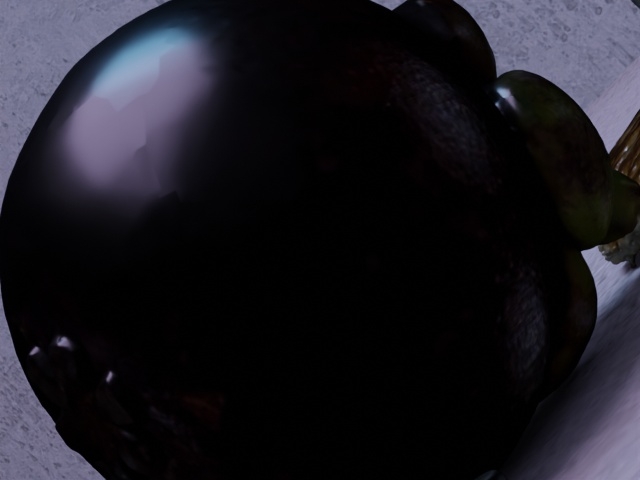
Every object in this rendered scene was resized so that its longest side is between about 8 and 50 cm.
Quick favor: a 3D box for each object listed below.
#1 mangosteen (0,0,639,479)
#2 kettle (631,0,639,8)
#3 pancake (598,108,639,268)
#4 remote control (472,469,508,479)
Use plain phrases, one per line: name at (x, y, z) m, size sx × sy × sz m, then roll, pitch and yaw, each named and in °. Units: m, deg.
mangosteen at (-0.009, -0.004, 0.721) m, size 0.313 × 0.297 × 0.297 m, roll -60°, pitch 2°, yaw -15°
kettle at (0.269, -0.228, 0.586) m, size 0.342 × 0.247 × 0.319 m, roll -39°, pitch -29°, yaw -12°
pancake at (0.246, -0.088, 0.880) m, size 0.212 × 0.056 × 0.257 m, roll -55°, pitch 3°, yaw 25°
remote control at (0.018, 0.148, 0.506) m, size 0.097 × 0.045 × 0.256 m, roll -46°, pitch -4°, yaw 28°
